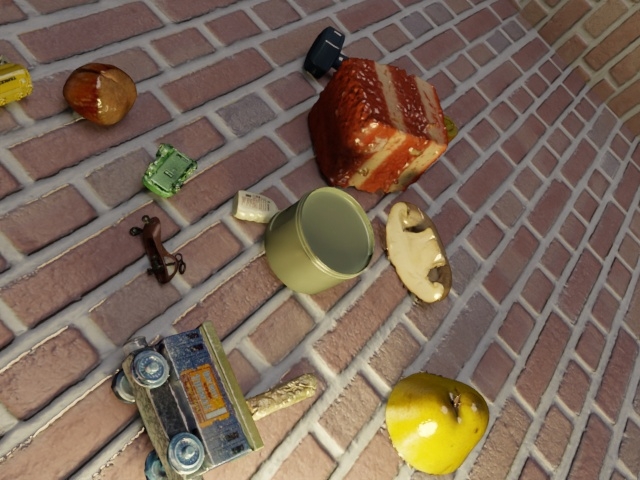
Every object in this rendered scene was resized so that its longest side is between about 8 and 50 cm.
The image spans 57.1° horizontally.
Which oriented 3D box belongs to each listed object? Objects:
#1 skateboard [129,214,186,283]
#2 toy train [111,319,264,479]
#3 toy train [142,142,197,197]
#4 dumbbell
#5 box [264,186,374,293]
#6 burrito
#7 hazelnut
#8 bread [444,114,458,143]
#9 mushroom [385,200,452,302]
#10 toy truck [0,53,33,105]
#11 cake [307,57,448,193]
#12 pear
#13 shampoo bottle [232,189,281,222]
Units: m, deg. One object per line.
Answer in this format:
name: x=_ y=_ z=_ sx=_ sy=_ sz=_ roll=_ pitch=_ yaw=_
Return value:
skateboard: x=-0.342 y=0.020 z=1.261 sx=0.080 sy=0.067 sz=0.151 roll=-8 pitch=72 yaw=-47
toy train: x=-0.249 y=0.306 z=1.093 sx=0.202 sy=0.131 sz=0.299 roll=-11 pitch=69 yaw=-45
toy train: x=-0.348 y=-0.161 z=1.359 sx=0.099 sy=0.081 sz=0.149 roll=33 pitch=54 yaw=-11
dumbbell: x=0.110 y=-0.528 z=1.848 sx=0.316 sy=0.156 sz=0.143 roll=28 pitch=80 yaw=-15
box: x=0.000 y=0.000 z=1.404 sx=0.226 sy=0.149 sz=0.226 roll=18 pitch=59 yaw=-33
burrito: x=-0.080 y=0.327 z=1.241 sx=0.171 sy=0.042 sz=0.051 roll=-14 pitch=80 yaw=-37
hazelnut: x=-0.501 y=-0.335 z=1.339 sx=0.143 sy=0.143 sz=0.154 roll=48 pitch=40 yaw=2
bread: x=0.329 y=-0.306 z=1.825 sx=0.132 sy=0.172 sz=0.103 roll=-19 pitch=70 yaw=-38
mushroom: x=0.286 y=0.025 z=1.612 sx=0.151 sy=0.156 sz=0.285 roll=-13 pitch=81 yaw=-51
toy truck: x=-0.713 y=-0.313 z=1.200 sx=0.114 sy=0.098 sz=0.227 roll=51 pitch=46 yaw=-3
cake: x=0.169 y=-0.313 z=1.659 sx=0.319 sy=0.269 sz=0.270 roll=6 pitch=58 yaw=-29
pear: x=0.299 y=0.404 z=1.352 sx=0.267 sy=0.178 sz=0.267 roll=15 pitch=58 yaw=-27
shampoo bottle: x=-0.140 y=-0.076 z=1.457 sx=0.152 sy=0.045 sz=0.077 roll=12 pitch=56 yaw=-25
